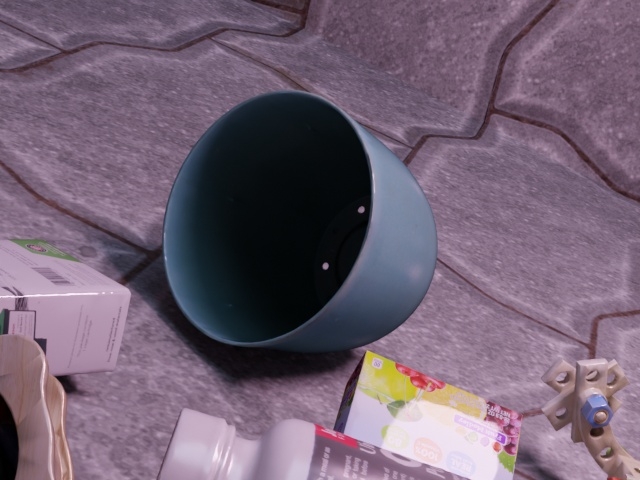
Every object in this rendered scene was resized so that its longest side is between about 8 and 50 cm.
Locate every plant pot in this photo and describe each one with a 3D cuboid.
[{"bbox_3d":[0.000,0.000,1.520,0.293,0.293,0.235,40,10,36],"label":"plant pot"}]

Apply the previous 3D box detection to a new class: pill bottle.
[{"bbox_3d":[0.016,0.249,1.048,0.318,0.176,0.176,20,21,-4],"label":"pill bottle"}]

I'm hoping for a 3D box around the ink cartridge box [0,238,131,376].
[{"bbox_3d":[-0.319,0.063,1.229,0.219,0.093,0.160,0,19,-46],"label":"ink cartridge box"}]

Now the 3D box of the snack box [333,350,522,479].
[{"bbox_3d":[0.091,0.228,1.234,0.174,0.070,0.207,22,47,-5],"label":"snack box"}]

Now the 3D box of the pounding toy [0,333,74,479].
[{"bbox_3d":[-0.249,0.209,0.938,0.154,0.155,0.270,-12,59,-3],"label":"pounding toy"}]

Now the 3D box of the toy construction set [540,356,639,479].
[{"bbox_3d":[0.334,0.276,1.399,0.215,0.151,0.328,17,33,-17],"label":"toy construction set"}]
